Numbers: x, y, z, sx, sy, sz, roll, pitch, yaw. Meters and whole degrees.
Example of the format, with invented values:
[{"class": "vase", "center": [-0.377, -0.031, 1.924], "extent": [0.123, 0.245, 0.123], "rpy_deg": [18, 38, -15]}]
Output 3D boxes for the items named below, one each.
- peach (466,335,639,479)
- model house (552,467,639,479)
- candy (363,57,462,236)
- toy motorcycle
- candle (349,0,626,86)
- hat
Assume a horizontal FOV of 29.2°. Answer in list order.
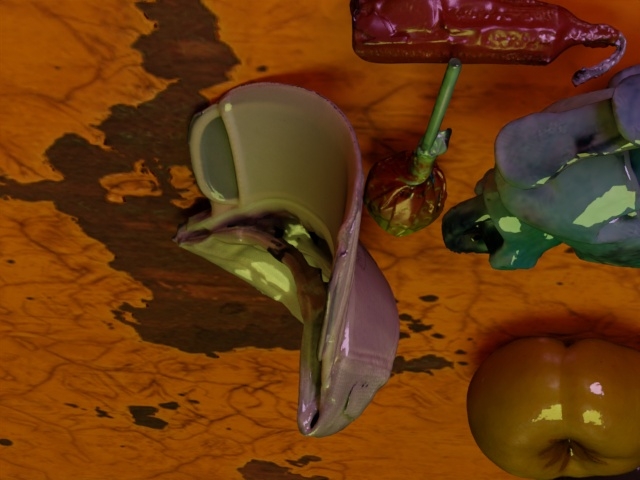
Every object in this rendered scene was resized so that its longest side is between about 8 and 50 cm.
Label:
[{"class": "peach", "center": [0.214, 0.145, 1.065], "extent": [0.179, 0.103, 0.179], "rpy_deg": [3, 150, 1]}, {"class": "model house", "center": [0.316, 0.320, 1.192], "extent": [0.211, 0.243, 0.204], "rpy_deg": [3, 148, 5]}, {"class": "candy", "center": [0.066, -0.061, 0.780], "extent": [0.060, 0.060, 0.201], "rpy_deg": [8, 156, -4]}, {"class": "toy motorcycle", "center": [0.208, -0.041, 0.704], "extent": [0.260, 0.154, 0.206], "rpy_deg": [-7, 164, -8]}, {"class": "candle", "center": [0.096, -0.119, 0.712], "extent": [0.162, 0.048, 0.053], "rpy_deg": [3, 131, 5]}, {"class": "hat", "center": [0.000, 0.000, 0.856], "extent": [0.164, 0.219, 0.226], "rpy_deg": [-1, 132, -40]}]
